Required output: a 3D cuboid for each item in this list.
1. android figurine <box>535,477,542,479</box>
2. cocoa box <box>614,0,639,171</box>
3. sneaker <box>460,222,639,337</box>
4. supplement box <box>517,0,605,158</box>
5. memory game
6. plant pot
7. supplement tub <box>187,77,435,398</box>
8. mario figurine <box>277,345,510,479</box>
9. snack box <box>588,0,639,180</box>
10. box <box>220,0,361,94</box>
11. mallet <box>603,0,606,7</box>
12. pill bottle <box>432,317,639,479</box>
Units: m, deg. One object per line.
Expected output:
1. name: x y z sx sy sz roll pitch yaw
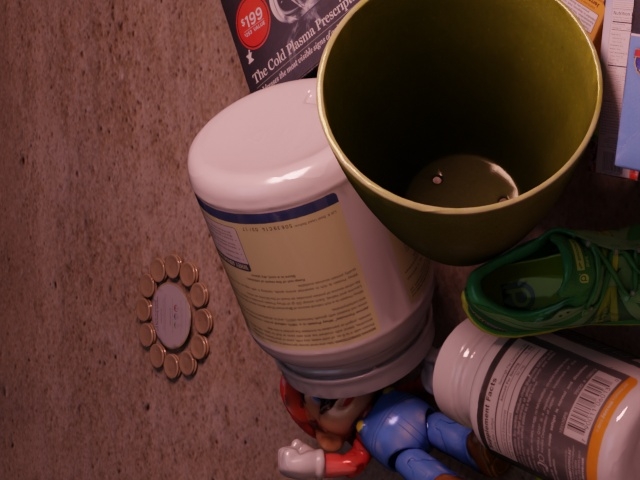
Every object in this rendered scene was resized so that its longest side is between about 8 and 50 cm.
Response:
1. android figurine: 0.249 0.377 1.909 0.273 0.056 0.248 12 92 61
2. cocoa box: 0.473 -0.147 1.512 0.347 0.231 0.228 17 106 47
3. sneaker: 0.288 0.038 1.755 0.295 0.123 0.109 -16 76 12
4. supplement box: 0.282 -0.204 1.845 0.080 0.078 0.233 41 121 39
5. memory game: -0.215 0.111 2.488 0.186 0.012 0.186 6 98 49
6. plant pot: 0.143 -0.090 1.761 0.293 0.274 0.275 79 166 -66
7. supplement tub: 0.000 0.000 1.985 0.235 0.235 0.325 22 141 46
8. mario figurine: 0.063 0.213 2.047 0.320 0.198 0.170 23 125 41
9. snack box: 0.354 -0.166 1.691 0.070 0.174 0.207 12 103 47
10. box: 0.037 -0.362 2.039 0.343 0.179 0.312 -36 65 44
11. mallet: 0.332 -0.162 1.778 0.062 0.039 0.190 14 124 43
12. pill bottle: 0.263 0.179 1.833 0.278 0.162 0.162 22 109 47
